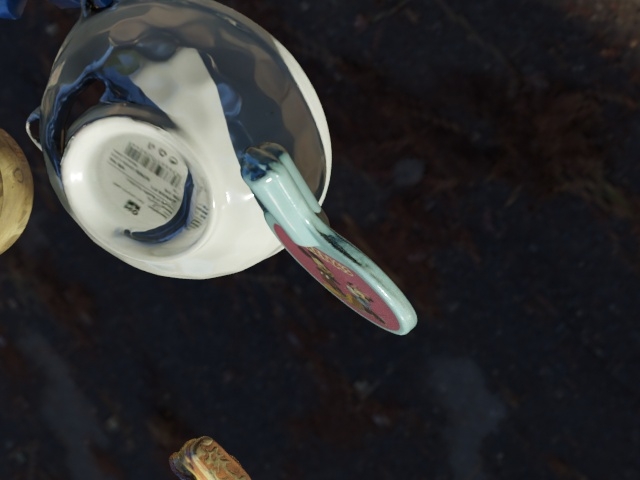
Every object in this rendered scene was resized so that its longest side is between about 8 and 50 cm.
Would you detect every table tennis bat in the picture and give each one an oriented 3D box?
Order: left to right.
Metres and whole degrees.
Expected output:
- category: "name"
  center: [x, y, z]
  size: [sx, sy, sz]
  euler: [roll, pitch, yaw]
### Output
- category: "table tennis bat"
  center: [0.000, 0.000, 1.365]
  size: [0.153, 0.040, 0.244]
  euler: [31, 166, 37]

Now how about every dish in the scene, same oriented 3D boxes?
- category: "dish"
  center: [-0.140, -0.073, 1.485]
  size: [0.303, 0.120, 0.303]
  euler: [10, 124, 16]

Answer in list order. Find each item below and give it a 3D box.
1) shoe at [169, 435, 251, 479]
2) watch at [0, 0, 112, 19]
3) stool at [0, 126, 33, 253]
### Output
- category: "shoe"
  center: [-0.116, 0.262, 1.864]
  size: [0.109, 0.072, 0.069]
  euler: [42, 140, -24]
- category: "watch"
  center: [-0.185, -0.315, 1.637]
  size: [0.274, 0.241, 0.305]
  euler: [-3, 155, 41]
- category: "stool"
  center: [-0.417, -0.051, 1.795]
  size: [0.179, 0.179, 0.264]
  euler: [48, -176, 1]
